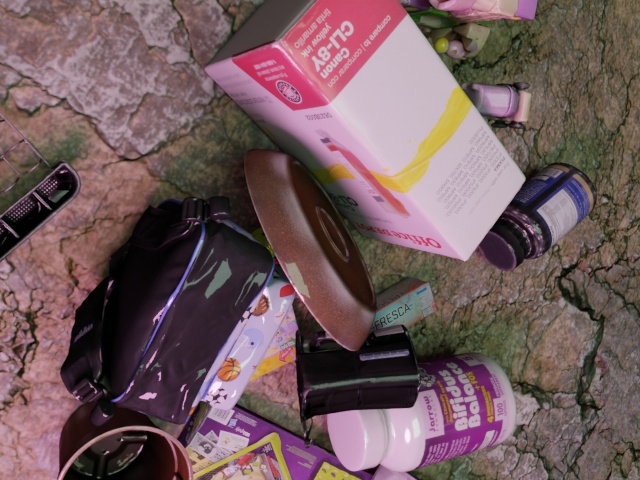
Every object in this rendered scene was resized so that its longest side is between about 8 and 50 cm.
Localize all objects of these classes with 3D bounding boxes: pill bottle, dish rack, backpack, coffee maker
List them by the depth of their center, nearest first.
[{"bbox_3d":[-0.450,-0.098,0.710,0.208,0.074,0.271,-45,115,-16],"label":"dish rack"},{"bbox_3d":[-0.174,0.070,0.776,0.213,0.263,0.277,33,90,-35],"label":"backpack"},{"bbox_3d":[0.055,0.215,0.918,0.178,0.120,0.171,-3,72,-5],"label":"coffee maker"},{"bbox_3d":[0.170,0.295,1.044,0.301,0.169,0.169,-5,100,-28],"label":"pill bottle"},{"bbox_3d":[0.400,-0.042,1.143,0.219,0.122,0.123,-36,112,-18],"label":"pill bottle"}]

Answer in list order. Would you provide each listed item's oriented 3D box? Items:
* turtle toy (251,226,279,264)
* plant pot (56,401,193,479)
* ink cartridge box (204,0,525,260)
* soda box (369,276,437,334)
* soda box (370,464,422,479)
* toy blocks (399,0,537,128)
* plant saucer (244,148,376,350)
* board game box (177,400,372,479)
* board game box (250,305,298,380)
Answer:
[{"bbox_3d":[-0.054,0.015,0.941,0.130,0.066,0.095,19,88,-29],"label":"turtle toy"},{"bbox_3d":[-0.272,0.295,0.811,0.166,0.165,0.167,-4,99,-27],"label":"plant pot"},{"bbox_3d":[0.059,-0.163,0.854,0.384,0.279,0.160,44,77,-26],"label":"ink cartridge box"},{"bbox_3d":[0.108,0.129,1.046,0.183,0.063,0.058,-26,108,-22],"label":"soda box"},{"bbox_3d":[0.199,0.500,1.107,0.286,0.098,0.091,43,76,-35],"label":"soda box"},{"bbox_3d":[0.122,-0.324,0.863,0.260,0.288,0.309,-2,101,-34],"label":"toy blocks"},{"bbox_3d":[0.000,0.000,0.842,0.050,0.311,0.311,-30,114,12],"label":"plant saucer"},{"bbox_3d":[-0.093,0.406,0.992,0.346,0.056,0.208,36,76,-27],"label":"board game box"},{"bbox_3d":[-0.107,0.161,0.958,0.154,0.026,0.104,-22,107,-24],"label":"board game box"}]
